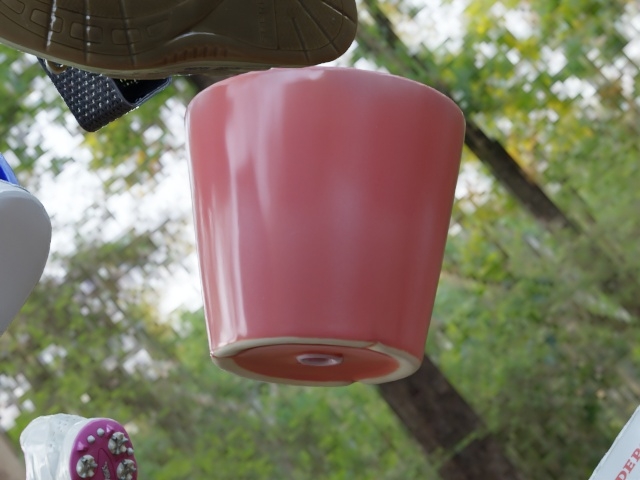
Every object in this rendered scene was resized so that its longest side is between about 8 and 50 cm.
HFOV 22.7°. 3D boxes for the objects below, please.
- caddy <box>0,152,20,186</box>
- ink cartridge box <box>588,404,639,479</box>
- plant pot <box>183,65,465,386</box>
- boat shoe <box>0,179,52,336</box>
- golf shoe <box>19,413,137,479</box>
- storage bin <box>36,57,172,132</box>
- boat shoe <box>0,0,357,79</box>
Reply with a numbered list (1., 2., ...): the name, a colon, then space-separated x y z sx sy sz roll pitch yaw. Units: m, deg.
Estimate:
1. caddy: -0.381 -0.020 1.252 0.241 0.341 0.179 -45 -11 -17
2. ink cartridge box: 0.304 0.244 1.252 0.087 0.208 0.153 23 -76 -40
3. plant pot: 0.000 0.000 1.495 0.275 0.243 0.275 1 -17 0
4. boat shoe: -0.282 0.073 0.922 0.301 0.102 0.108 -57 -37 -27
5. golf shoe: -0.282 0.340 1.903 0.115 0.140 0.306 -24 -62 -48
6. storage bin: -0.286 -0.243 2.023 0.084 0.180 0.122 -26 11 33
7. boat shoe: -0.118 -0.156 1.119 0.285 0.104 0.089 6 -10 -22
